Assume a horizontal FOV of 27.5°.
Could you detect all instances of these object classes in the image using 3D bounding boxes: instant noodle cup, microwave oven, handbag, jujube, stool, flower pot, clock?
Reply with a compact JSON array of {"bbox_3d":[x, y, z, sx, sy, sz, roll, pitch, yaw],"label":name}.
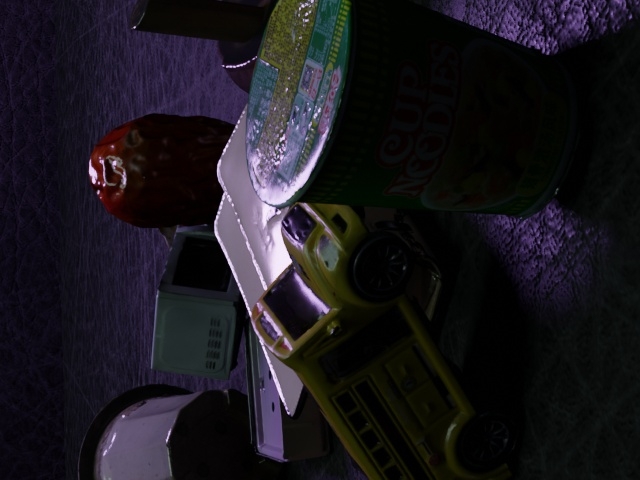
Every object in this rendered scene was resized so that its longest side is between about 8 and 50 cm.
[{"bbox_3d":[0.080,-0.111,1.088,0.207,0.232,0.207,-171,90,-66],"label":"instant noodle cup"},{"bbox_3d":[-0.165,0.082,1.897,0.208,0.122,0.162,-82,0,-58],"label":"microwave oven"},{"bbox_3d":[0.000,0.000,1.472,0.358,0.160,0.237,-117,38,-48],"label":"handbag"},{"bbox_3d":[-0.203,-0.101,1.867,0.174,0.250,0.174,172,90,-67],"label":"jujube"},{"bbox_3d":[-0.082,-0.320,1.483,0.272,0.178,0.272,-43,33,38],"label":"stool"},{"bbox_3d":[-0.189,0.332,1.956,0.259,0.290,0.290,-29,66,54],"label":"flower pot"},{"bbox_3d":[-0.047,0.192,1.753,0.147,0.071,0.192,169,97,-70],"label":"clock"}]

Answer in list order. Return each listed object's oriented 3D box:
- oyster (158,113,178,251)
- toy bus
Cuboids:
[{"bbox_3d":[-0.198,-0.046,2.059,0.166,0.110,0.341,-87,-3,-64],"label":"oyster"},{"bbox_3d":[0.048,0.107,1.207,0.331,0.151,0.145,57,175,-28],"label":"toy bus"}]
